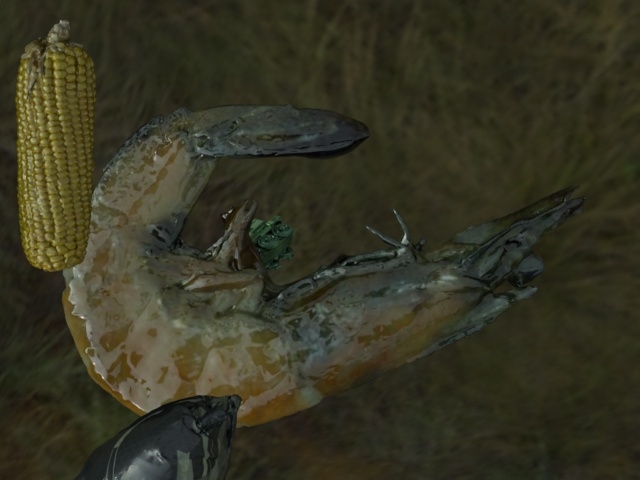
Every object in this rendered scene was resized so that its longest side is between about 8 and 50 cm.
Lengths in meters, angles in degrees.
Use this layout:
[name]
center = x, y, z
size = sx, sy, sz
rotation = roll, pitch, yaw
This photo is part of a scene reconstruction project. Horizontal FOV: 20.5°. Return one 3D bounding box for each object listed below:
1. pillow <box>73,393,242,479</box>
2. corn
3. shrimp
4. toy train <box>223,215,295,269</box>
[pillow]
center = -0.171, 0.232, 1.195
size = 0.092, 0.161, 0.335
rotation = 43, 93, 11
[corn]
center = -0.089, -0.032, 0.591
size = 0.027, 0.028, 0.083
rotation = -1, 100, -19
[shrimp]
center = 0.000, 0.000, 1.471
size = 0.445, 0.085, 0.272
rotation = -15, 94, 3
[toy train]
center = -0.059, 0.008, 1.583
size = 0.053, 0.033, 0.083
rotation = 15, 38, 28
